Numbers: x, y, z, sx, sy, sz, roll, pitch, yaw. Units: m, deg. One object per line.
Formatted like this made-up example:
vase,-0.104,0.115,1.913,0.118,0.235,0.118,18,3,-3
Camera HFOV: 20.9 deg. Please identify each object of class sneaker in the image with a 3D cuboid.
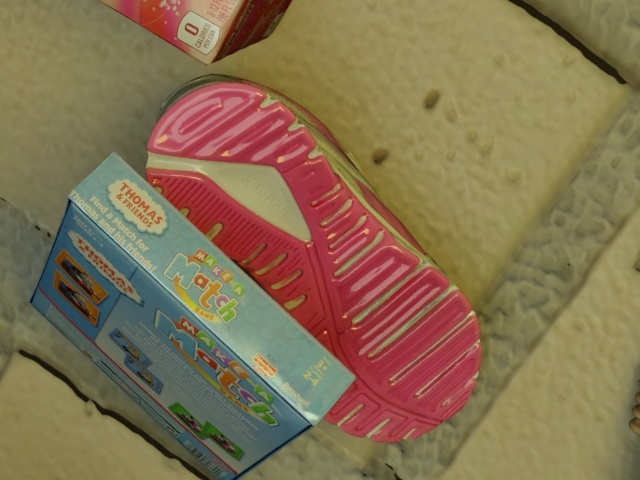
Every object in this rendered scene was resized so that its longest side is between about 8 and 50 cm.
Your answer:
sneaker,0.000,0.000,0.932,0.103,0.111,0.252,-32,116,6

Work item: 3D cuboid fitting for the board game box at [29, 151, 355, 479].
board game box,-0.076,0.051,0.913,0.160,0.211,0.039,43,70,0

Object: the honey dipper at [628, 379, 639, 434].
honey dipper,0.197,0.028,0.929,0.030,0.030,0.161,13,101,10

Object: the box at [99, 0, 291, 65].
box,-0.037,-0.232,0.869,0.128,0.122,0.257,31,108,5
